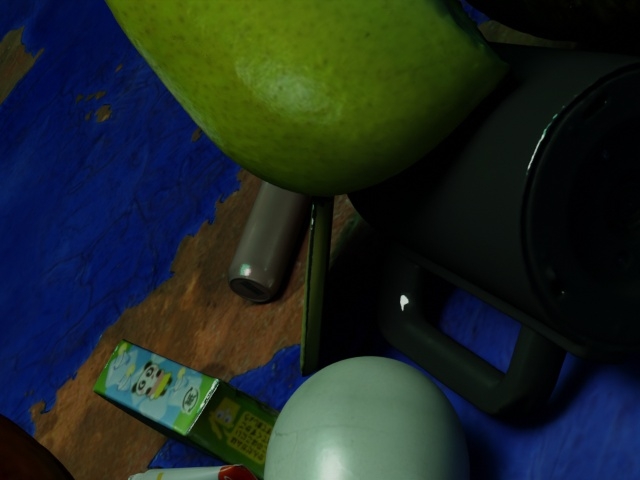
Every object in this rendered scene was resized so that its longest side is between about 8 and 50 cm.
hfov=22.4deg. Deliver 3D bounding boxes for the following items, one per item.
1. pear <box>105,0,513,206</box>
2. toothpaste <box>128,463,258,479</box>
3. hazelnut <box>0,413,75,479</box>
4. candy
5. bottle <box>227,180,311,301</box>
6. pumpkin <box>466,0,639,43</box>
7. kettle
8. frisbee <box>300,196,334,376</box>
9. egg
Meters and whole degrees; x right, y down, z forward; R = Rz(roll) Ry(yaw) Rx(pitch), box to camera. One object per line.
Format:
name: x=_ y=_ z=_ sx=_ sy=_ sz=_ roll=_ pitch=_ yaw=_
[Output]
pear: x=-0.056 y=-0.207 z=1.194 sx=0.238 sy=0.318 sz=0.342 roll=-44 pitch=27 yaw=14
toothpaste: x=-0.112 y=0.217 z=1.431 sx=0.190 sy=0.048 sz=0.031 roll=-12 pitch=32 yaw=50
hazelnut: x=-0.361 y=0.332 z=1.364 sx=0.421 sy=0.353 sz=0.421 roll=-5 pitch=75 yaw=18
candy: x=-0.117 y=0.150 z=1.452 sx=0.194 sy=0.097 sz=0.062 roll=13 pitch=71 yaw=57
bottle: x=-0.047 y=-0.010 z=1.568 sx=0.053 sy=0.053 sz=0.140 roll=-13 pitch=48 yaw=45
pumpkin: x=0.240 y=-0.280 z=1.295 sx=0.320 sy=0.192 sz=0.320 roll=-13 pitch=26 yaw=6
kettle: x=0.161 y=-0.024 z=1.231 sx=0.203 sy=0.262 sz=0.308 roll=-22 pitch=20 yaw=-21
frisbee: x=0.000 y=0.000 z=1.388 sx=0.017 sy=0.236 sz=0.236 roll=5 pitch=49 yaw=2
egg: x=0.033 y=0.182 z=1.173 sx=0.151 sy=0.151 sz=0.209 roll=-26 pitch=40 yaw=35
